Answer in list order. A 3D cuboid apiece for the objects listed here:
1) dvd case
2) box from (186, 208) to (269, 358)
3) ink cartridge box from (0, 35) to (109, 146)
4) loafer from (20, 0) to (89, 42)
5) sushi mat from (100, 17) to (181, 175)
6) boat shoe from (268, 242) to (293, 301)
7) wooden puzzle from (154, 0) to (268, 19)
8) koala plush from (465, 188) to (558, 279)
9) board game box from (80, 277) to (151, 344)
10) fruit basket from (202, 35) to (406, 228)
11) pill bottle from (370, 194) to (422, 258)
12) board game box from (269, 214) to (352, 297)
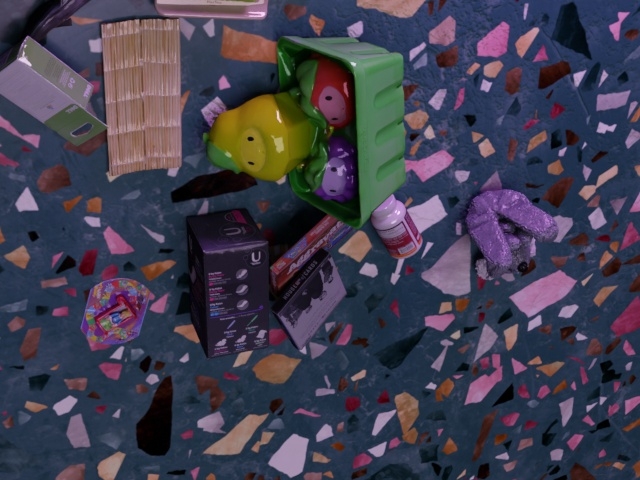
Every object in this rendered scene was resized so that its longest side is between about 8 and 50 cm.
[{"bbox_3d":[-0.022,0.136,2.176,0.179,0.029,0.239,-50,156,-13],"label":"dvd case"},{"bbox_3d":[-0.198,0.092,2.083,0.143,0.165,0.270,-9,121,-18],"label":"box"},{"bbox_3d":[-0.492,-0.270,1.782,0.109,0.062,0.209,-22,134,37],"label":"ink cartridge box"},{"bbox_3d":[-0.471,-0.405,1.748,0.170,0.062,0.061,-45,130,7],"label":"loafer"},{"bbox_3d":[-0.346,-0.279,1.898,0.151,0.019,0.316,-7,119,-19],"label":"sushi mat"},{"bbox_3d":[-0.096,0.095,2.200,0.072,0.068,0.190,-3,109,-8],"label":"boat shoe"},{"bbox_3d":[-0.187,-0.525,1.783,0.221,0.044,0.239,-3,119,-22],"label":"wooden puzzle"},{"bbox_3d":[0.450,0.003,2.335,0.196,0.203,0.221,-34,147,-3],"label":"koala plush"},{"bbox_3d":[-0.440,0.162,2.099,0.133,0.033,0.169,8,113,-27],"label":"board game box"},{"bbox_3d":[-0.029,-0.213,1.945,0.392,0.283,0.392,-20,124,-33],"label":"fruit basket"},{"bbox_3d":[0.168,-0.036,2.220,0.086,0.086,0.152,-34,125,-3],"label":"pill bottle"},{"bbox_3d":[0.000,0.000,2.110,0.281,0.027,0.145,-43,163,-16],"label":"board game box"}]
